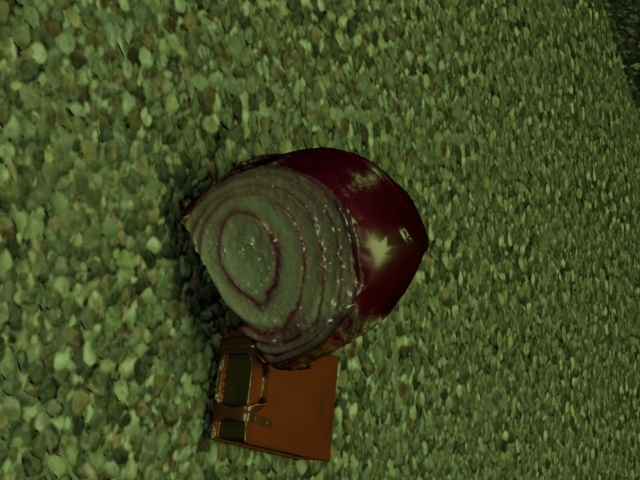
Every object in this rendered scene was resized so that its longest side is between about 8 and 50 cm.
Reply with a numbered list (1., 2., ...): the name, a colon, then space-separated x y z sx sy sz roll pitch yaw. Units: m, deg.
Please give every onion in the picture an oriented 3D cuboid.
1. onion: 0.003 -0.001 1.226 0.216 0.206 0.207 60 21 2

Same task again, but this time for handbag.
1. handbag: -0.048 0.174 1.306 0.190 0.063 0.127 30 62 -55
